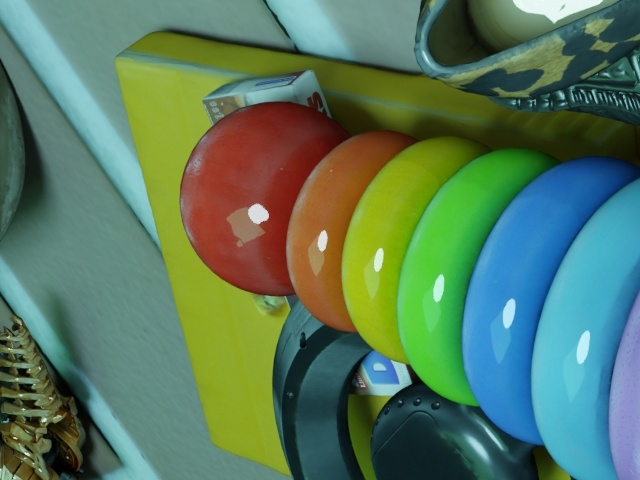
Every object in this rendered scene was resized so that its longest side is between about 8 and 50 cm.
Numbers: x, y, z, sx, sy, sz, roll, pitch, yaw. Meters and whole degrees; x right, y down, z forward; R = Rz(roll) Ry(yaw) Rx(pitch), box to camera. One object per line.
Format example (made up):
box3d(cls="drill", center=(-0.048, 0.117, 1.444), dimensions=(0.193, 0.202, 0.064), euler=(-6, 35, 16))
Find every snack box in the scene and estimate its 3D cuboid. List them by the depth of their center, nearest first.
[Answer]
box3d(cls="snack box", center=(0.000, 0.000, 0.736), dimensions=(0.064, 0.022, 0.178), euler=(-4, 117, 42))

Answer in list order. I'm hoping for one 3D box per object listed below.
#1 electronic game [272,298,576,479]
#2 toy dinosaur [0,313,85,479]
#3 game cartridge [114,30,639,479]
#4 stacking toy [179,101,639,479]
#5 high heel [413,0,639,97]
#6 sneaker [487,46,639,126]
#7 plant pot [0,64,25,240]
box3d(cls="electronic game", center=(0.067, 0.111, 0.708), dimensions=(0.229, 0.048, 0.229), euler=(20, 125, 32))
box3d(cls="toy dinosaur", center=(-0.255, 0.147, 1.123), dimensions=(0.218, 0.164, 0.322), euler=(30, 121, 3))
box3d(cls="game cartridge", center=(0.044, 0.037, 0.783), dimensions=(0.324, 0.053, 0.285), euler=(14, 128, 35))
box3d(cls="stacking toy", center=(0.069, 0.009, 0.578), dimensions=(0.330, 0.141, 0.141), euler=(22, 134, 41))
box3d(cls="high heel", center=(0.140, -0.133, 0.433), dimensions=(0.093, 0.186, 0.261), euler=(52, 142, 2))
box3d(cls="sneaker", center=(0.130, -0.073, 0.582), dimensions=(0.170, 0.089, 0.051), euler=(15, 113, 29))
box3d(cls="plant pot", center=(-0.359, -0.047, 0.947), dimensions=(0.280, 0.323, 0.323), euler=(-13, 111, 30))
